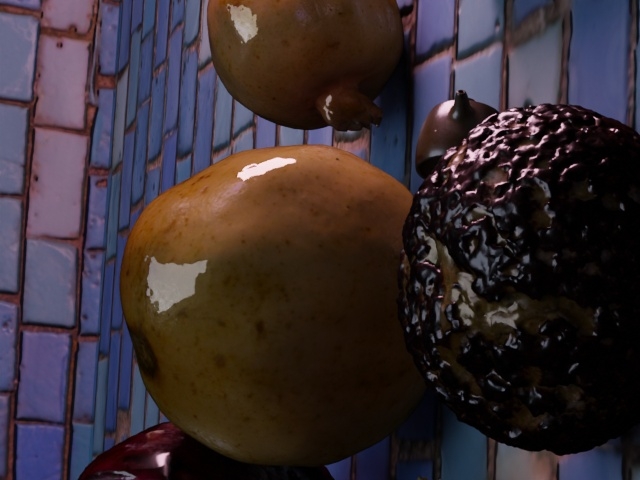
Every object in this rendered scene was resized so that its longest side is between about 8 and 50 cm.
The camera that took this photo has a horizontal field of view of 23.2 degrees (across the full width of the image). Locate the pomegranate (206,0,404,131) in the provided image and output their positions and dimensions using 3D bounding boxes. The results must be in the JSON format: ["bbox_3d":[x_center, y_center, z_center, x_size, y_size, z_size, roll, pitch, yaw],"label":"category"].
[{"bbox_3d":[-0.019,-0.207,1.547,0.207,0.207,0.207,-175,90,-72],"label":"pomegranate"}]

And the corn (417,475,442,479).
[{"bbox_3d":[0.092,0.352,1.199,0.126,0.127,0.335,161,117,-70],"label":"corn"}]

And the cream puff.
[{"bbox_3d":[0.142,0.024,1.048,0.239,0.165,0.239,-178,90,-72],"label":"cream puff"}]

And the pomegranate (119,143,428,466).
[{"bbox_3d":[-0.036,0.055,1.372,0.307,0.307,0.307,-175,90,-72],"label":"pomegranate"}]

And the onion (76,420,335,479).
[{"bbox_3d":[-0.079,0.328,1.489,0.336,0.260,0.282,50,125,19],"label":"onion"}]

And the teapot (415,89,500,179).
[{"bbox_3d":[0.121,-0.083,1.303,0.121,0.076,0.068,64,-147,-65],"label":"teapot"}]
